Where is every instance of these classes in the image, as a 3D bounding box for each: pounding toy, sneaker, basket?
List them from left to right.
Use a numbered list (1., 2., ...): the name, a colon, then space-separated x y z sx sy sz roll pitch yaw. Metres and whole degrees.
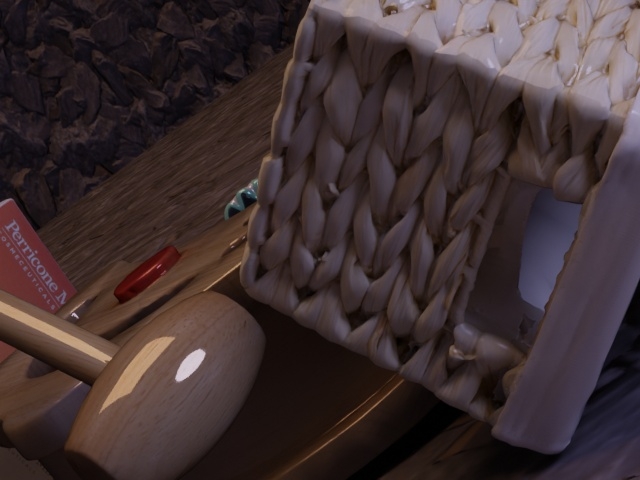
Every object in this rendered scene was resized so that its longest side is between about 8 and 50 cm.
1. pounding toy: -0.053 0.016 0.587 0.154 0.155 0.269 -41 11 -18
2. sneaker: -0.024 -0.032 1.157 0.098 0.038 0.069 -26 5 -12
3. basket: 0.056 -0.042 0.491 0.167 0.103 0.113 -56 -14 -51

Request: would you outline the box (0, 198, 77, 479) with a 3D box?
1. box: -0.176 0.083 0.755 0.091 0.130 0.170 -28 11 39
